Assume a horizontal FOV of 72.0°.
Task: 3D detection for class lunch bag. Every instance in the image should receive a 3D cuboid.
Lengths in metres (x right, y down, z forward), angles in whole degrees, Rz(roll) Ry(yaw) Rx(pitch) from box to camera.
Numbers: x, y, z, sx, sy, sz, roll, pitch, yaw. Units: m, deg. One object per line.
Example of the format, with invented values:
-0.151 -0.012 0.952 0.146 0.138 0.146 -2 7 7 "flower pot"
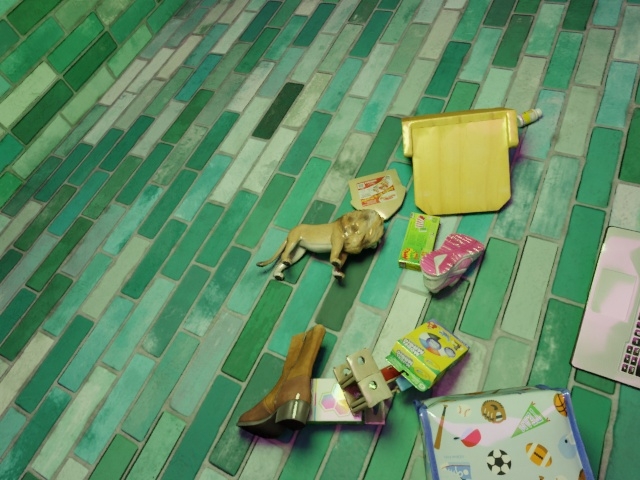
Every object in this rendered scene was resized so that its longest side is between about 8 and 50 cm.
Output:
0.396 0.530 0.941 0.327 0.239 0.386 -9 75 8 "lunch bag"

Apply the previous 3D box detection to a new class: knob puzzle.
0.198 -0.144 1.501 0.212 0.030 0.213 -6 58 9 "knob puzzle"

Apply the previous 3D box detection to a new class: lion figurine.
0.000 0.000 1.402 0.391 0.142 0.241 2 53 20 "lion figurine"

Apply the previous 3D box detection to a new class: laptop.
0.841 0.172 0.973 0.407 0.236 0.383 17 84 22 "laptop"

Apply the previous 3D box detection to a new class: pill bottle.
0.724 -0.430 1.536 0.083 0.043 0.044 -24 57 -2 "pill bottle"

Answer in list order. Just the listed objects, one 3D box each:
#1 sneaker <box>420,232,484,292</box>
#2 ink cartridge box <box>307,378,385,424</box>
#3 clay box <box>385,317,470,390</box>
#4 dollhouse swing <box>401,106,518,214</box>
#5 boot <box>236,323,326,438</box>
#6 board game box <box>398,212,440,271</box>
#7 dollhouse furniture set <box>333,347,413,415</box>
0.379 0.066 1.295 0.252 0.111 0.103 -26 46 -28 "sneaker"
0.064 0.429 1.173 0.209 0.062 0.109 -4 58 11 "ink cartridge box"
0.277 0.289 1.135 0.127 0.053 0.221 38 33 29 "clay box"
0.461 -0.275 1.499 0.346 0.306 0.315 -4 18 11 "dollhouse swing"
-0.109 0.379 1.211 0.264 0.096 0.281 -38 27 40 "boot"
0.310 0.005 1.377 0.092 0.043 0.182 11 63 20 "board game box"
0.150 0.335 1.119 0.183 0.129 0.129 -17 67 -25 "dollhouse furniture set"
